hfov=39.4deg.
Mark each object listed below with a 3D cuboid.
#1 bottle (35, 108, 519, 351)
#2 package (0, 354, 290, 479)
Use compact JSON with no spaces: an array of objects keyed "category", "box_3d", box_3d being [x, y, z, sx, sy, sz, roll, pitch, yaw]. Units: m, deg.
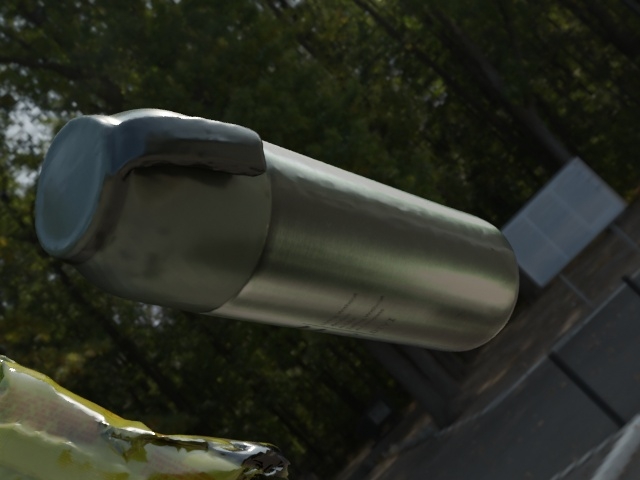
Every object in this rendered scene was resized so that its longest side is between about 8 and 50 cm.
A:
[{"category":"bottle","box_3d":[0.000,0.000,0.415,0.253,0.079,0.096,15,-36,-41]},{"category":"package","box_3d":[-0.148,0.163,0.557,0.090,0.226,0.168,105,-171,-51]}]
